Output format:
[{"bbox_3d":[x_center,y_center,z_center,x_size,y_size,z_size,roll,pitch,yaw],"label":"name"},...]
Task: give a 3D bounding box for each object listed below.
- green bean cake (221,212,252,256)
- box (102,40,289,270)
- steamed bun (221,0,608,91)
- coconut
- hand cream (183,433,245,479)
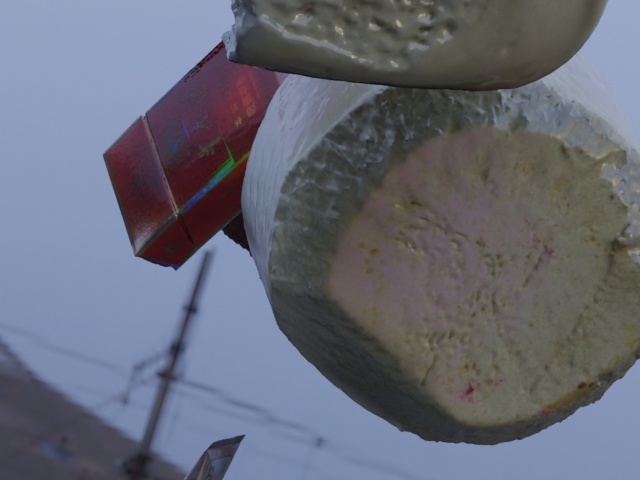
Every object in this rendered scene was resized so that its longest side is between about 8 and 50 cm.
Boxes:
[{"bbox_3d":[0.000,0.000,2.051,0.232,0.097,0.198,37,27,-2],"label":"green bean cake"},{"bbox_3d":[-0.082,-0.074,1.442,0.175,0.112,0.048,-42,-41,23],"label":"box"},{"bbox_3d":[0.029,-0.186,0.906,0.200,0.170,0.225,1,30,-18],"label":"steamed bun"},{"bbox_3d":[0.076,-0.020,1.110,0.239,0.239,0.244,20,17,-13],"label":"coconut"},{"bbox_3d":[-0.133,0.265,1.745,0.043,0.210,0.067,36,15,21],"label":"hand cream"}]
